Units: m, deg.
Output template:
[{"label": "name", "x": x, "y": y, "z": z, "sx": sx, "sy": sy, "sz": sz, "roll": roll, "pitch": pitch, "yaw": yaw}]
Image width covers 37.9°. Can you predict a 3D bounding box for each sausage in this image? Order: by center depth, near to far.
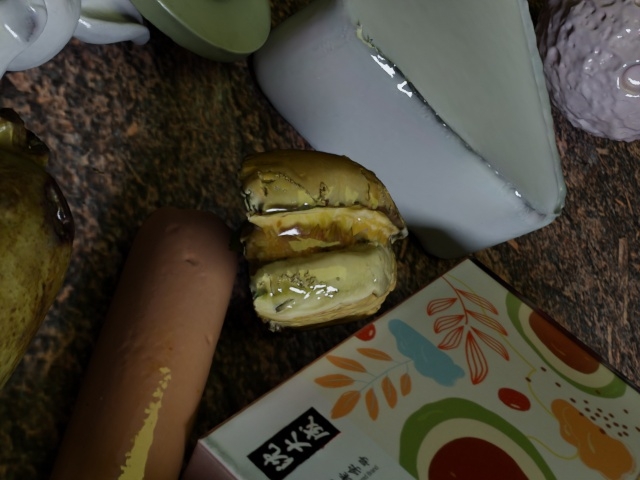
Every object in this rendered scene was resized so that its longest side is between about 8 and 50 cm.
[{"label": "sausage", "x": -0.125, "y": 0.099, "z": 0.669, "sx": 0.086, "sy": 0.086, "sz": 0.289, "roll": 34, "pitch": 53, "yaw": -30}]

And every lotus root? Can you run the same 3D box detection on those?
[{"label": "lotus root", "x": -0.234, "y": 0.017, "z": 0.564, "sx": 0.145, "sy": 0.128, "sz": 0.260, "roll": 31, "pitch": 51, "yaw": -18}]

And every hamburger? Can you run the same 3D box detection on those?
[{"label": "hamburger", "x": 0.000, "y": 0.000, "z": 0.711, "sx": 0.262, "sy": 0.131, "sz": 0.124, "roll": 67, "pitch": 9, "yaw": -82}]

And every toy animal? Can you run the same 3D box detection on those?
[{"label": "toy animal", "x": -0.203, "y": -0.184, "z": 0.680, "sx": 0.104, "sy": 0.131, "sz": 0.221, "roll": 36, "pitch": 43, "yaw": 7}]

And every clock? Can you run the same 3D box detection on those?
[{"label": "clock", "x": -0.128, "y": -0.261, "z": 0.813, "sx": 0.235, "sy": 0.029, "sz": 0.235, "roll": 40, "pitch": 35, "yaw": -37}]

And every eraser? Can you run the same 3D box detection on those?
[{"label": "eraser", "x": 0.122, "y": -0.132, "z": 0.965, "sx": 0.331, "sy": 0.150, "sz": 0.331, "roll": 21, "pitch": 57, "yaw": -37}]

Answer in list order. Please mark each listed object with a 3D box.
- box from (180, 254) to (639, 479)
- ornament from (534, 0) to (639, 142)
[{"label": "box", "x": 0.136, "y": 0.217, "z": 0.736, "sx": 0.344, "sy": 0.122, "sz": 0.385, "roll": 40, "pitch": 39, "yaw": 20}, {"label": "ornament", "x": 0.397, "y": -0.257, "z": 1.223, "sx": 0.259, "sy": 0.225, "sz": 0.259, "roll": -15, "pitch": 90, "yaw": -74}]
